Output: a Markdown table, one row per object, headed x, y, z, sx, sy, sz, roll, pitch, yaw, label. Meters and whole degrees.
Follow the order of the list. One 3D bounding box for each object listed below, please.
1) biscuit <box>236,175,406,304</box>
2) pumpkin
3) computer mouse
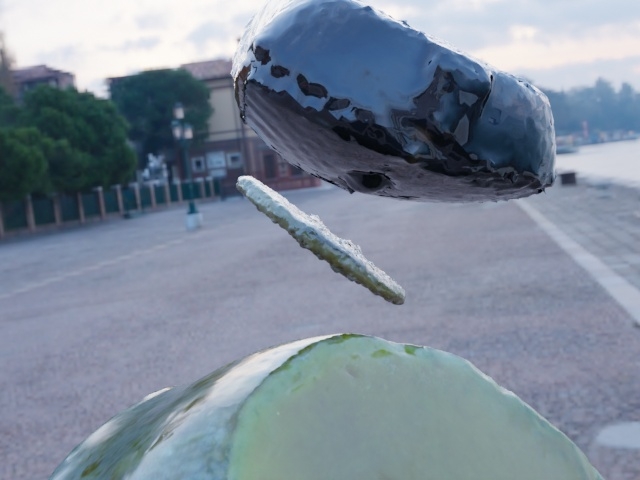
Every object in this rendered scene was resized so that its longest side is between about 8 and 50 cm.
| x | y | z | sx | sy | sz | roll | pitch | yaw | label |
| --- | --- | --- | --- | --- | --- | --- | --- | --- | --- |
| 0.001 | -0.001 | 0.984 | 0.220 | 0.033 | 0.220 | 36 | 2 | -2 | biscuit |
| 0.030 | 0.199 | 0.474 | 0.332 | 0.332 | 0.199 | -12 | -17 | -48 | pumpkin |
| 0.033 | -0.086 | 0.594 | 0.183 | 0.116 | 0.323 | 18 | 15 | -9 | computer mouse |
